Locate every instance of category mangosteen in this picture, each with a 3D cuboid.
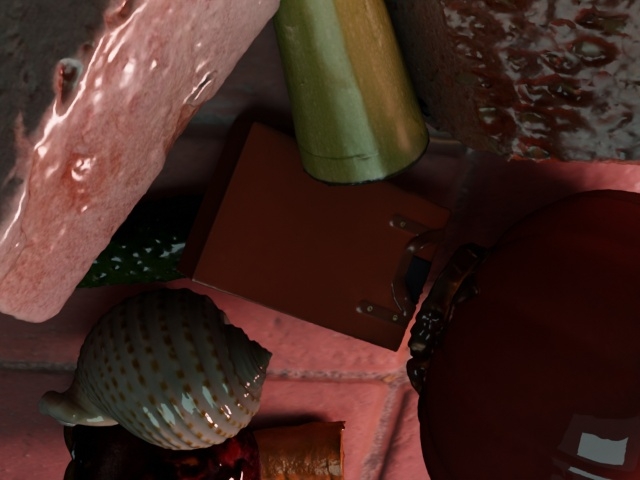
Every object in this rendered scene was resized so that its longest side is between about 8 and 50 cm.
[{"bbox_3d":[-0.158,0.245,0.893,0.209,0.210,0.210,-2,138,-2],"label":"mangosteen"}]

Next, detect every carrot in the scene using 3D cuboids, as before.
[{"bbox_3d":[-0.070,0.240,0.995,0.205,0.072,0.072,-3,138,12],"label":"carrot"}]

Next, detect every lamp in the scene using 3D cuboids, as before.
[{"bbox_3d":[0.205,0.106,0.696,0.257,0.303,0.303,28,142,21],"label":"lamp"}]

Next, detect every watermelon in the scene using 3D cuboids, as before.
[{"bbox_3d":[0.159,-0.119,0.584,0.256,0.140,0.193,5,130,2],"label":"watermelon"},{"bbox_3d":[-0.181,-0.070,0.493,0.228,0.258,0.387,26,131,-23],"label":"watermelon"}]

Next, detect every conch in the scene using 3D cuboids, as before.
[{"bbox_3d":[-0.142,0.104,0.776,0.199,0.172,0.131,7,105,2],"label":"conch"}]

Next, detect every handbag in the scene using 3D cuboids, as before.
[{"bbox_3d":[0.000,0.000,0.686,0.190,0.063,0.127,21,89,-25],"label":"handbag"}]

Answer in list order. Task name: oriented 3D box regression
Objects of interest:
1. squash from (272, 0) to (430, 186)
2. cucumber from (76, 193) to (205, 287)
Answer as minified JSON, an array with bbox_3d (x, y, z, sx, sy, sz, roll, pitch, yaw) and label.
[{"bbox_3d":[0.006,-0.140,0.553,0.094,0.094,0.224,-11,131,9],"label":"squash"},{"bbox_3d":[-0.156,0.003,0.720,0.227,0.069,0.069,-8,138,8],"label":"cucumber"}]
